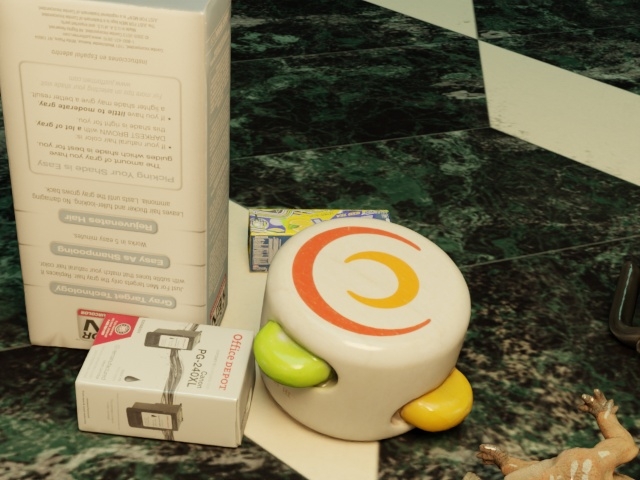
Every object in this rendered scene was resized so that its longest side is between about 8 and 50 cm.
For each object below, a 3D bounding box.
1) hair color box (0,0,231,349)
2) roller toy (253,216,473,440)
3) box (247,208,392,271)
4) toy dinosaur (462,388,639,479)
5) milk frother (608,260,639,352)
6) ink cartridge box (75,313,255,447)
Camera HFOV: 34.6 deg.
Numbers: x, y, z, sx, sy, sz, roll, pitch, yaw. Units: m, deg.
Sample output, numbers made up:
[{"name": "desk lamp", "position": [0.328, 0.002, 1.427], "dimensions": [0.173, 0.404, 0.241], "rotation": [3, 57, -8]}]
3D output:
[{"name": "hair color box", "position": [-0.187, -0.067, 0.982], "dimensions": [0.185, 0.375, 0.114], "rotation": [7, 32, 4]}, {"name": "roller toy", "position": [0.040, 0.087, 0.982], "dimensions": [0.209, 0.146, 0.191], "rotation": [6, 42, -5]}, {"name": "box", "position": [0.000, 0.000, 1.203], "dimensions": [0.168, 0.054, 0.059], "rotation": [1, 32, -7]}, {"name": "toy dinosaur", "position": [0.227, 0.235, 0.801], "dimensions": [0.295, 0.127, 0.200], "rotation": [16, 39, -4]}, {"name": "milk frother", "position": [0.398, 0.075, 1.101], "dimensions": [0.143, 0.129, 0.135], "rotation": [26, 66, -18]}, {"name": "ink cartridge box", "position": [-0.140, 0.130, 0.967], "dimensions": [0.150, 0.063, 0.109], "rotation": [6, 32, 2]}]
